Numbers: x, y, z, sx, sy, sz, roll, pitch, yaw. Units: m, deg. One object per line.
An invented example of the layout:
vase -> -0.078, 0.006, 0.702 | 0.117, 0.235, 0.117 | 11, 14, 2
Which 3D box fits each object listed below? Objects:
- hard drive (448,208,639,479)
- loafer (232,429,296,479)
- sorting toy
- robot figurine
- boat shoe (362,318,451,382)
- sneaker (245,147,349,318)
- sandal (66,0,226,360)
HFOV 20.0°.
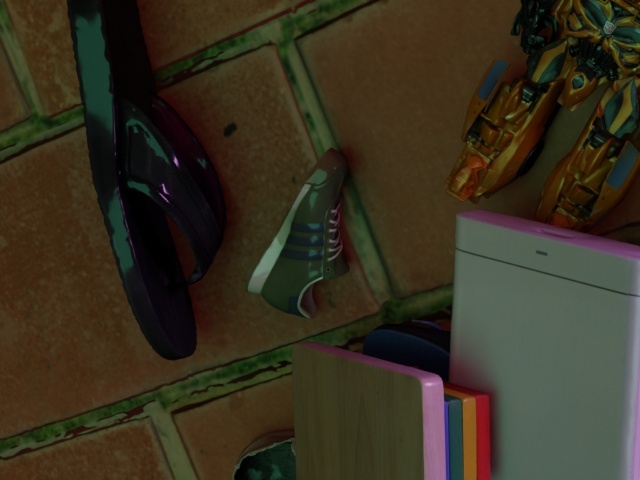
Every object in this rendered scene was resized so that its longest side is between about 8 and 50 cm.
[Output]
hard drive -> 0.211, 0.165, 1.685 | 0.233, 0.047, 0.353 | 16, 109, 47
loafer -> 0.019, 0.244, 1.932 | 0.269, 0.092, 0.102 | -14, 96, 31
sorting toy -> 0.073, 0.237, 1.767 | 0.255, 0.089, 0.257 | 10, 103, 61
robot figurine -> 0.244, -0.133, 1.712 | 0.211, 0.085, 0.291 | 35, 117, 16
boat shoe -> 0.167, 0.148, 1.832 | 0.258, 0.089, 0.109 | 25, 123, 21
sneaker -> 0.000, 0.000, 1.900 | 0.086, 0.064, 0.192 | 35, 118, 8
sandal -> -0.172, -0.088, 1.918 | 0.107, 0.167, 0.445 | -9, 99, 13
